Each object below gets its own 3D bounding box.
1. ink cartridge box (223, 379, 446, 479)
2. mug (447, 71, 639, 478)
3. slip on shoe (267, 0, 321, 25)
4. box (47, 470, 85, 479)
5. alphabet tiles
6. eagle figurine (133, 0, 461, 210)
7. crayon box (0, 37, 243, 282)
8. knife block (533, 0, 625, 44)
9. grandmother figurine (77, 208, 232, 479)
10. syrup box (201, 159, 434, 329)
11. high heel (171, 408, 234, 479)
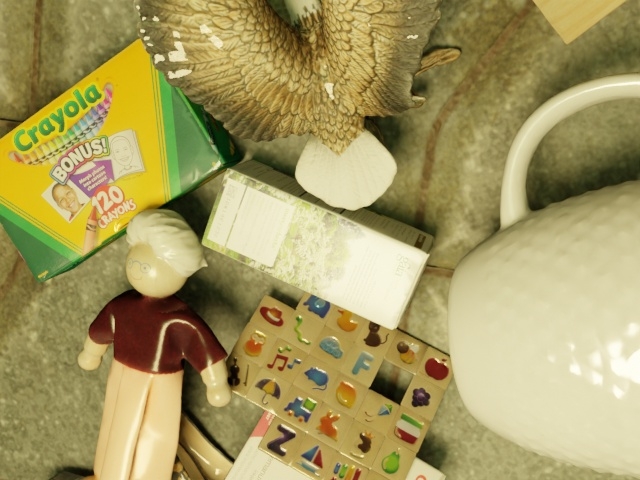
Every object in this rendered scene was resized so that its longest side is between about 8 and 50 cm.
[{"bbox_3d":[0.009,0.284,0.851,0.217,0.092,0.159,30,67,3],"label":"ink cartridge box"},{"bbox_3d":[0.293,0.032,0.694,0.328,0.276,0.374,-8,89,27],"label":"mug"},{"bbox_3d":[0.006,-0.351,0.772,0.123,0.101,0.331,21,120,-30],"label":"slip on shoe"},{"bbox_3d":[-0.266,0.423,0.949,0.183,0.056,0.231,3,106,30],"label":"box"},{"bbox_3d":[0.011,0.166,0.846,0.237,0.009,0.198,28,67,6],"label":"alphabet tiles"},{"bbox_3d":[-0.007,-0.184,0.699,0.225,0.298,0.226,37,92,18],"label":"eagle figurine"},{"bbox_3d":[-0.252,-0.092,0.874,0.278,0.081,0.165,-31,93,15],"label":"crayon box"},{"bbox_3d":[0.312,-0.299,0.638,0.275,0.242,0.088,-38,90,16],"label":"knife block"},{"bbox_3d":[-0.190,0.135,0.830,0.207,0.104,0.343,9,96,14],"label":"grandmother figurine"},{"bbox_3d":[0.000,0.000,0.832,0.236,0.096,0.093,23,106,6],"label":"syrup box"},{"bbox_3d":[-0.119,0.269,0.906,0.261,0.093,0.186,2,103,14],"label":"high heel"}]
